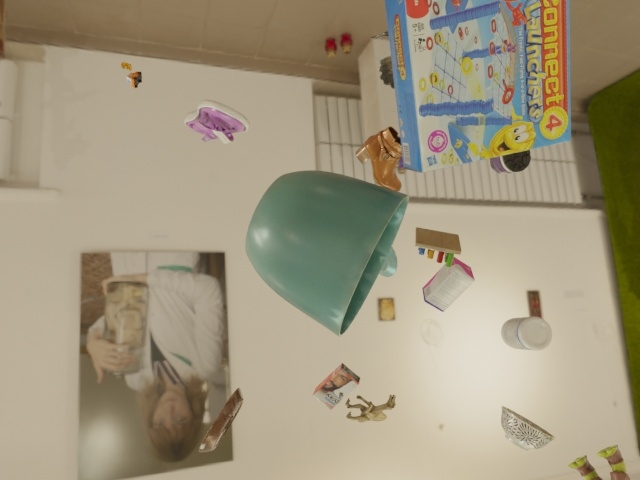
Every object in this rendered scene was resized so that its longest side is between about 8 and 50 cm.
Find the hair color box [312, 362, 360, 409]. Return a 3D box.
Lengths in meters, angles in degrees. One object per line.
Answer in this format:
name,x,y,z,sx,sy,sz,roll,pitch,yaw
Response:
hair color box,0.060,0.551,1.873,0.167,0.093,0.053,-49,-177,21

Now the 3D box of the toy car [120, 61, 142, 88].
toy car,-0.586,-0.525,1.538,0.041,0.060,0.122,16,157,-2

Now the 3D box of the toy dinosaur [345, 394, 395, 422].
toy dinosaur,0.104,0.403,1.152,0.093,0.053,0.183,23,138,-13

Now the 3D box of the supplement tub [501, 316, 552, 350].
supplement tub,0.440,0.199,1.065,0.071,0.071,0.107,-3,169,-1

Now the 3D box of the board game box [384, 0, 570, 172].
board game box,0.284,-0.301,0.881,0.302,0.308,0.086,-14,-162,-11

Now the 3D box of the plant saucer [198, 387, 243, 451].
plant saucer,-0.230,0.434,1.191,0.029,0.168,0.168,29,171,5

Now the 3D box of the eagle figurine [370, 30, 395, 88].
eagle figurine,0.293,-0.561,1.348,0.226,0.298,0.225,43,172,-22

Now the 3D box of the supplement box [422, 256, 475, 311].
supplement box,0.573,0.197,2.241,0.114,0.111,0.220,30,119,-11

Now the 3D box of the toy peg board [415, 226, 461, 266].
toy peg board,0.422,0.028,1.823,0.161,0.079,0.161,10,-157,7

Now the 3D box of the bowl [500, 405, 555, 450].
bowl,0.621,0.592,1.534,0.170,0.080,0.170,30,178,1

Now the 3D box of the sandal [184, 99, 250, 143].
sandal,-0.342,-0.360,1.611,0.169,0.102,0.416,20,177,-25

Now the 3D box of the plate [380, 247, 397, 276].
plate,0.238,0.065,2.014,0.024,0.188,0.188,-24,-179,-30

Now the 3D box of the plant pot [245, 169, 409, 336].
plant pot,0.000,0.000,0.955,0.235,0.293,0.293,26,175,12

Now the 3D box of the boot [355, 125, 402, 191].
boot,0.218,-0.245,1.529,0.197,0.073,0.152,42,136,-15

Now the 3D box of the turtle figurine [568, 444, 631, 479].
turtle figurine,0.603,0.517,0.961,0.087,0.217,0.269,-5,148,-30

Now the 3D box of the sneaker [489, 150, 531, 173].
sneaker,0.490,-0.324,1.377,0.107,0.283,0.124,-8,-176,-11
